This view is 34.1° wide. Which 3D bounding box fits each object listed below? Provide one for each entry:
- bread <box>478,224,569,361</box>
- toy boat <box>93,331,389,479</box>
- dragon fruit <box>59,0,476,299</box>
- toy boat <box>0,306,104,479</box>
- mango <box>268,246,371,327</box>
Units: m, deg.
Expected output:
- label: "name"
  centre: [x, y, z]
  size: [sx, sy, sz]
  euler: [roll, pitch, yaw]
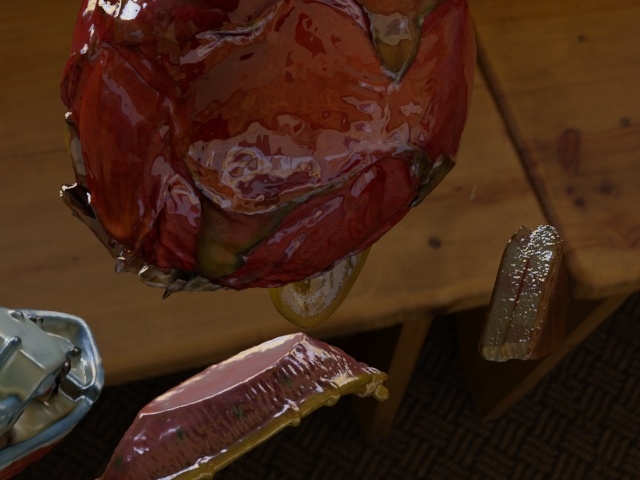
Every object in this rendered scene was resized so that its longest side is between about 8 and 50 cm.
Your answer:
- label: "bread"
  centre: [0.139, 0.047, 0.691]
  size: [0.043, 0.062, 0.109]
  euler: [1, 51, 28]
- label: "toy boat"
  centre: [-0.074, 0.158, 0.927]
  size: [0.318, 0.141, 0.099]
  euler: [-22, 104, -28]
- label: "dragon fruit"
  centre: [-0.035, -0.119, 0.703]
  size: [0.277, 0.277, 0.343]
  euler: [6, 96, -6]
- label: "toy boat"
  centre: [-0.283, 0.122, 0.971]
  size: [0.145, 0.332, 0.133]
  euler: [38, 97, 0]
- label: "mango"
  centre: [0.000, 0.000, 1.149]
  size: [0.137, 0.098, 0.195]
  euler: [9, 85, -41]
